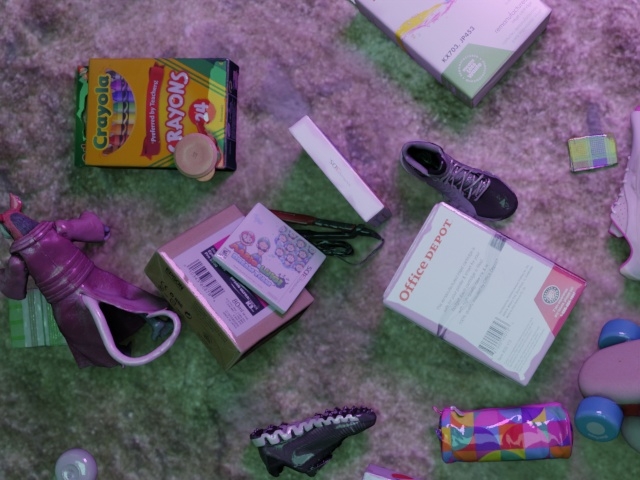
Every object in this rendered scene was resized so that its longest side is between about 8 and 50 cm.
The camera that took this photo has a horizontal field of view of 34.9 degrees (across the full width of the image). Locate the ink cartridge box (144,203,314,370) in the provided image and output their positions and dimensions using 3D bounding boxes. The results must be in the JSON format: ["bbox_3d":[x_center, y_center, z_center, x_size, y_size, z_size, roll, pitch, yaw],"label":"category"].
[{"bbox_3d":[-0.159,0.079,1.785,0.234,0.088,0.193,49,52,7],"label":"ink cartridge box"}]

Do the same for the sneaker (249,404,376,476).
[{"bbox_3d":[-0.004,0.363,1.815,0.234,0.078,0.106,-17,89,13],"label":"sneaker"}]

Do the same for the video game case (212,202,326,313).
[{"bbox_3d":[-0.087,0.029,1.776,0.157,0.019,0.143,38,56,-2],"label":"video game case"}]

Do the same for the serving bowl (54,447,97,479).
[{"bbox_3d":[-0.464,0.435,1.915,0.083,0.027,0.083,0,90,10],"label":"serving bowl"}]

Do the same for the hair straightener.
[{"bbox_3d":[0.000,0.000,1.844,0.231,0.047,0.089,7,108,4],"label":"hair straightener"}]

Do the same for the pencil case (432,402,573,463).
[{"bbox_3d":[0.312,0.330,1.749,0.237,0.104,0.104,-3,88,8],"label":"pencil case"}]

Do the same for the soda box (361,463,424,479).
[{"bbox_3d":[0.175,0.459,1.780,0.216,0.074,0.069,14,92,10],"label":"soda box"}]

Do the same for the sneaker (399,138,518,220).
[{"bbox_3d":[0.232,-0.104,1.752,0.229,0.132,0.086,28,94,10],"label":"sneaker"}]

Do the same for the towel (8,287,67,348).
[{"bbox_3d":[-0.519,0.145,1.937,0.152,0.023,0.113,-5,86,12],"label":"towel"}]

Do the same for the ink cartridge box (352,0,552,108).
[{"bbox_3d":[0.199,-0.424,1.770,0.353,0.119,0.207,42,96,8],"label":"ink cartridge box"}]

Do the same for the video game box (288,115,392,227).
[{"bbox_3d":[0.038,-0.115,1.759,0.048,0.187,0.205,-41,83,7],"label":"video game box"}]

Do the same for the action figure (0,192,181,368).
[{"bbox_3d":[-0.452,0.079,1.790,0.248,0.276,0.370,-43,108,-6],"label":"action figure"}]

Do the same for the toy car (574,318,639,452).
[{"bbox_3d":[0.559,0.277,1.670,0.210,0.219,0.238,-15,122,39],"label":"toy car"}]

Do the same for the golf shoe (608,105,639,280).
[{"bbox_3d":[0.541,-0.075,1.713,0.140,0.115,0.306,-14,76,30],"label":"golf shoe"}]

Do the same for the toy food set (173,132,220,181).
[{"bbox_3d":[-0.219,-0.151,1.807,0.083,0.020,0.082,19,93,10],"label":"toy food set"}]

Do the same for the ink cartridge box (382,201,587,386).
[{"bbox_3d":[0.278,0.087,1.747,0.283,0.117,0.207,31,95,8],"label":"ink cartridge box"}]

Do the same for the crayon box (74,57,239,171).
[{"bbox_3d":[-0.315,-0.230,1.876,0.319,0.081,0.202,1,90,10],"label":"crayon box"}]

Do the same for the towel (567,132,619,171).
[{"bbox_3d":[0.473,-0.154,1.773,0.083,0.009,0.060,-9,87,9],"label":"towel"}]
